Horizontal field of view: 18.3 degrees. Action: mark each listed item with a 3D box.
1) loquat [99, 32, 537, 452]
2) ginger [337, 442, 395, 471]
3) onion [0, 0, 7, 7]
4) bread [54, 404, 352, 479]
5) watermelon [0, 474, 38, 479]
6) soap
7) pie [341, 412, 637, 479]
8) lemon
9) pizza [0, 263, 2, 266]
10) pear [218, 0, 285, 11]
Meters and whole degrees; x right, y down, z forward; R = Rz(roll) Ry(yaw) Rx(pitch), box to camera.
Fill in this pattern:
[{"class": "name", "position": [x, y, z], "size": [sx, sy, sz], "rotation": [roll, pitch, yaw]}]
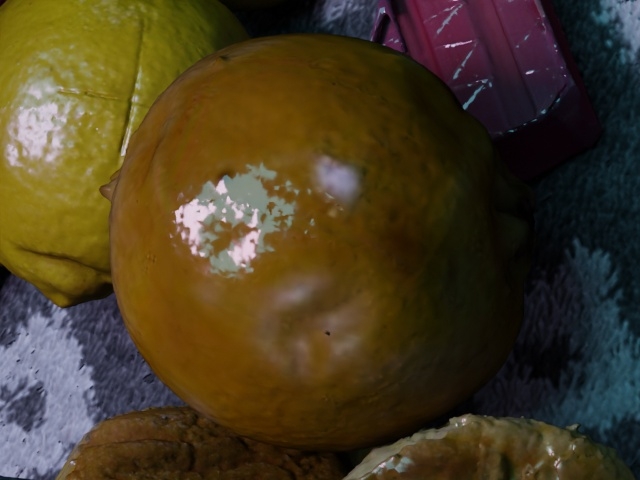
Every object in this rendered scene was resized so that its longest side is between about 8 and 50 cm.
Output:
[{"class": "loquat", "position": [0.000, 0.000, 1.497], "size": [0.328, 0.328, 0.328], "rotation": [-13, 65, 29]}, {"class": "ginger", "position": [-0.028, 0.151, 1.680], "size": [0.205, 0.081, 0.115], "rotation": [-2, 82, 32]}, {"class": "onion", "position": [-0.405, -0.299, 2.011], "size": [0.276, 0.276, 0.276], "rotation": [-13, 65, 29]}, {"class": "bread", "position": [-0.090, 0.232, 1.542], "size": [0.142, 0.253, 0.227], "rotation": [-54, 40, 39]}, {"class": "watermelon", "position": [-0.299, 0.333, 1.717], "size": [0.387, 0.228, 0.258], "rotation": [-4, 78, 23]}, {"class": "soap", "position": [0.128, -0.167, 1.696], "size": [0.162, 0.099, 0.250], "rotation": [-28, 59, 21]}, {"class": "pie", "position": [0.108, 0.289, 1.426], "size": [0.340, 0.083, 0.339], "rotation": [0, 93, -7]}, {"class": "lemon", "position": [-0.187, -0.094, 1.761], "size": [0.297, 0.297, 0.297], "rotation": [-13, 65, 29]}, {"class": "pizza", "position": [-0.401, 0.007, 1.972], "size": [0.226, 0.086, 0.335], "rotation": [9, 88, 23]}, {"class": "pear", "position": [-0.088, -0.314, 1.831], "size": [0.209, 0.209, 0.208], "rotation": [-13, 65, 29]}]
